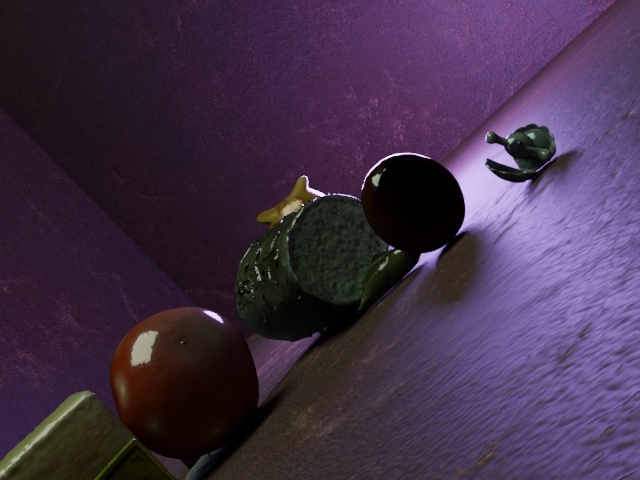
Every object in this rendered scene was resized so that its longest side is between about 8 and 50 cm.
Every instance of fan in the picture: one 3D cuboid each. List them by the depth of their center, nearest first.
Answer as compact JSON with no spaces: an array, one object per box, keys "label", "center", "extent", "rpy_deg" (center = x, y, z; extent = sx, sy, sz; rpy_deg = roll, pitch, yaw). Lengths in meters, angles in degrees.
[{"label":"fan","center":[-0.136,0.319,1.674],"extent":[0.191,0.009,0.329],"rpy_deg":[-41,5,40]}]

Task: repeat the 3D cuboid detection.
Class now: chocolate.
[{"label":"chocolate","center":[0.145,-0.053,1.484],"extent":[0.177,0.177,0.177],"rpy_deg":[-44,1,1]}]

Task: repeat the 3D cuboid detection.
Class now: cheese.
[{"label":"cheese","center":[-0.377,0.402,1.428],"extent":[0.265,0.242,0.124],"rpy_deg":[-45,11,-26]}]

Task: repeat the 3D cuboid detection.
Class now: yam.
[{"label":"yam","center":[-0.017,0.053,1.756],"extent":[0.241,0.241,0.348],"rpy_deg":[-45,3,-23]}]

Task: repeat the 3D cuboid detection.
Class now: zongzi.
[{"label":"zongzi","center":[0.110,0.061,1.546],"extent":[0.104,0.052,0.113],"rpy_deg":[-32,24,54]}]

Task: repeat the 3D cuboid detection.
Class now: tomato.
[{"label":"tomato","center":[-0.226,0.235,1.583],"extent":[0.256,0.256,0.224],"rpy_deg":[-45,-23,-38]}]

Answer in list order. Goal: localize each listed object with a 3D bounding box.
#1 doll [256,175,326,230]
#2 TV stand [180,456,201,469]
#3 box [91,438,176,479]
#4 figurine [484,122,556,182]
[{"label":"doll","center":[0.012,0.008,2.002],"extent":[0.166,0.269,0.162],"rpy_deg":[-44,16,-12]},{"label":"TV stand","center":[-0.239,0.389,1.886],"extent":[0.040,0.049,0.256],"rpy_deg":[-46,1,5]},{"label":"box","center":[-0.210,0.321,0.999],"extent":[0.064,0.141,0.220],"rpy_deg":[-45,2,23]},{"label":"figurine","center":[0.278,-0.120,1.314],"extent":[0.086,0.094,0.082],"rpy_deg":[-6,-70,-46]}]
